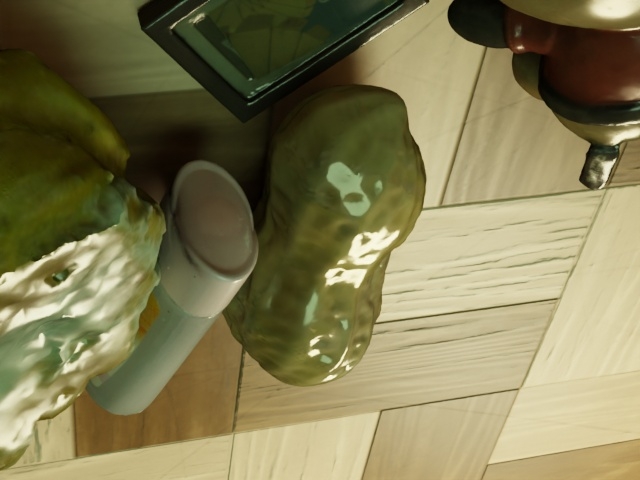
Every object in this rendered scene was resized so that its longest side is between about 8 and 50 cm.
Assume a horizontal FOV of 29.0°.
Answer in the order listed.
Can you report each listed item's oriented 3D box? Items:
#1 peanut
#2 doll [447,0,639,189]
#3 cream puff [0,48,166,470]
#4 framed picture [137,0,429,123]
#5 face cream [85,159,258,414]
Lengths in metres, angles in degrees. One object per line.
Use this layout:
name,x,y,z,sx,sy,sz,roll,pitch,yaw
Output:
peanut,0.000,0.000,0.995,0.149,0.149,0.313,1,139,-23
doll,0.200,-0.179,0.826,0.235,0.174,0.330,-16,144,7
cream puff,-0.298,0.009,0.810,0.378,0.275,0.378,-38,162,-15
framed picture,-0.024,-0.165,0.873,0.168,0.023,0.128,-31,140,16
face cream,-0.126,0.048,1.002,0.073,0.107,0.269,-3,152,-29
